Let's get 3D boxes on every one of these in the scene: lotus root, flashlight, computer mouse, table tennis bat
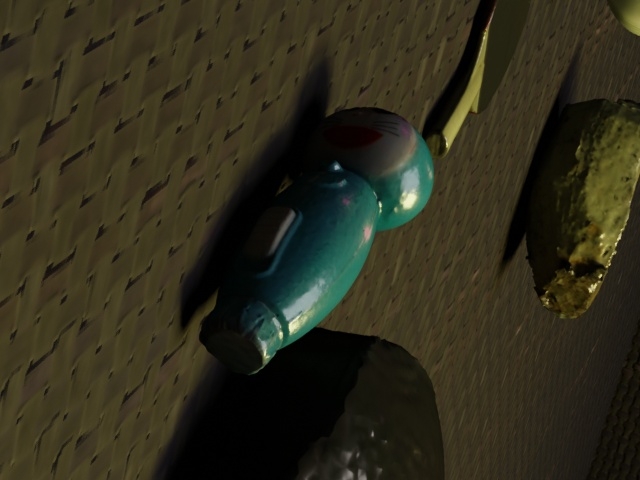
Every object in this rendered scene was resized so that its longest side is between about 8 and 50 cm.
[{"bbox_3d":[0.179,-0.022,1.331,0.143,0.070,0.144,99,12,-61],"label":"lotus root"},{"bbox_3d":[0.000,0.000,0.672,0.051,0.051,0.129,96,20,-45],"label":"flashlight"},{"bbox_3d":[0.002,0.146,0.809,0.295,0.087,0.168,87,23,-65],"label":"computer mouse"},{"bbox_3d":[0.085,-0.095,0.958,0.087,0.013,0.156,98,17,-45],"label":"table tennis bat"}]

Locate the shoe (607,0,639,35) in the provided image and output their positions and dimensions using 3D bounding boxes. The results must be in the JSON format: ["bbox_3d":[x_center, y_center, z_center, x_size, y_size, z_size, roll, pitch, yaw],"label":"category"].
[{"bbox_3d":[0.202,-0.241,1.070,0.110,0.095,0.265,-27,131,-63],"label":"shoe"}]
